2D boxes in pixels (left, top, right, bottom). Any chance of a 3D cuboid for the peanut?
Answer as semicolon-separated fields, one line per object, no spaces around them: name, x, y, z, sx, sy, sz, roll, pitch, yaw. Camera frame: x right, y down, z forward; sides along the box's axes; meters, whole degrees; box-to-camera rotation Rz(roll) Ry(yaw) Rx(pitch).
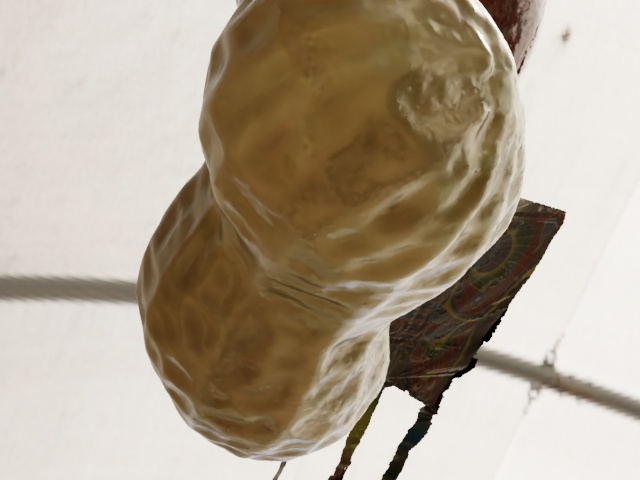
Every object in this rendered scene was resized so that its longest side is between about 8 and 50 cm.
peanut;0.000;0.000;0.595;0.136;0.120;0.298;1;-34;-19

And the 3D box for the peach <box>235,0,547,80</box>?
peach;0.032;-0.123;0.676;0.152;0.152;0.152;2;-53;2

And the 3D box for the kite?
kite;0.032;0.088;0.840;0.015;0.285;0.152;44;-22;-28
